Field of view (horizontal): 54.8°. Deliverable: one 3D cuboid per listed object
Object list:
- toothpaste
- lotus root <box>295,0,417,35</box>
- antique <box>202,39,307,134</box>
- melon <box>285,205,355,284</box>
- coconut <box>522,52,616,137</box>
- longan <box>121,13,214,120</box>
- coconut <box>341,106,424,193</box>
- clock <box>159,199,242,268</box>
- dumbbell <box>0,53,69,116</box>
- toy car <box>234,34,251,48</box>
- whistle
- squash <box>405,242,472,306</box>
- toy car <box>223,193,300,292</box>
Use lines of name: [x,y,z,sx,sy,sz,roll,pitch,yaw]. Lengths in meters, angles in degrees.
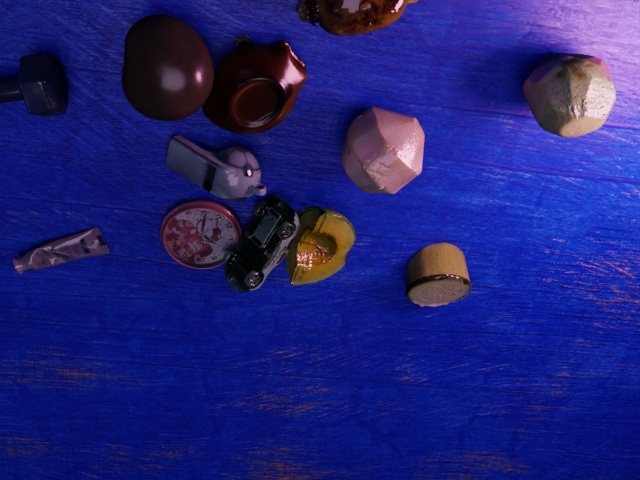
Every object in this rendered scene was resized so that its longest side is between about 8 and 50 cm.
toothpaste: [-0.775,0.035,1.847,0.266,0.061,0.096,-17,124,-3]
lotus root: [0.096,-0.574,1.453,0.314,0.141,0.169,-10,122,1]
antique: [-0.167,-0.379,1.558,0.278,0.129,0.223,-26,135,13]
melon: [0.000,0.000,1.868,0.169,0.129,0.265,5,122,-33]
coconut: [0.646,-0.389,1.610,0.236,0.235,0.204,-26,158,12]
longan: [-0.371,-0.402,1.479,0.246,0.215,0.245,1,91,24]
coconut: [0.172,-0.243,1.663,0.237,0.197,0.236,0,124,0]
clock: [-0.357,-0.016,1.849,0.245,0.056,0.244,-3,124,-4]
dumbbell: [-0.792,-0.363,1.504,0.325,0.159,0.144,-7,156,0]
toy car: [-0.188,-0.474,1.563,0.041,0.025,0.093,-14,135,1]
whistle: [-0.265,-0.198,1.696,0.290,0.163,0.163,32,124,19]
squash: [0.376,0.126,2.019,0.220,0.133,0.220,-4,141,-3]
toy car: [-0.163,0.016,1.824,0.125,0.136,0.305,13,113,-53]
